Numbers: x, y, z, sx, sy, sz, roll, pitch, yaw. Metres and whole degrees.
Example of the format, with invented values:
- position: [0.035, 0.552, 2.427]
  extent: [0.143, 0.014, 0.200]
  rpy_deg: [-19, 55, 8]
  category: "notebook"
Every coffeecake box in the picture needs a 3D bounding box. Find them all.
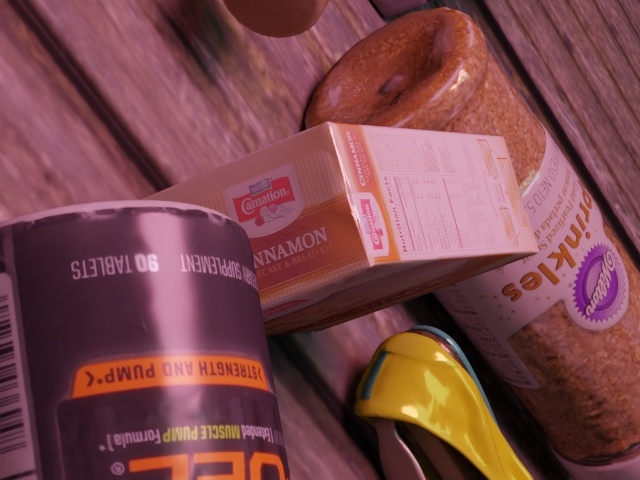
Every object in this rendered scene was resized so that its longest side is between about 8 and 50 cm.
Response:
- position: [0.000, 0.000, 0.786]
  extent: [0.185, 0.142, 0.068]
  rpy_deg: [-2, 74, -60]
  category: "coffeecake box"

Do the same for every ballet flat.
- position: [0.091, 0.153, 0.939]
  extent: [0.231, 0.077, 0.077]
  rpy_deg: [54, 53, -21]
  category: "ballet flat"

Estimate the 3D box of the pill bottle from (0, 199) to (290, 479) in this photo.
- position: [-0.070, 0.119, 0.603]
  extent: [0.130, 0.130, 0.246]
  rpy_deg: [15, 60, -57]
  category: "pill bottle"

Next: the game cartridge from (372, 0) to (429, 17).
- position: [0.160, -0.309, 1.172]
  extent: [0.068, 0.230, 0.355]
  rpy_deg: [53, 32, -28]
  category: "game cartridge"

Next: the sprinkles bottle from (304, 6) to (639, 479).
- position: [0.132, 0.020, 1.029]
  extent: [0.355, 0.121, 0.121]
  rpy_deg: [50, 34, -31]
  category: "sprinkles bottle"

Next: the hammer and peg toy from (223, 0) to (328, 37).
- position: [-0.036, -0.297, 0.784]
  extent: [0.361, 0.266, 0.127]
  rpy_deg: [54, 32, -25]
  category: "hammer and peg toy"
